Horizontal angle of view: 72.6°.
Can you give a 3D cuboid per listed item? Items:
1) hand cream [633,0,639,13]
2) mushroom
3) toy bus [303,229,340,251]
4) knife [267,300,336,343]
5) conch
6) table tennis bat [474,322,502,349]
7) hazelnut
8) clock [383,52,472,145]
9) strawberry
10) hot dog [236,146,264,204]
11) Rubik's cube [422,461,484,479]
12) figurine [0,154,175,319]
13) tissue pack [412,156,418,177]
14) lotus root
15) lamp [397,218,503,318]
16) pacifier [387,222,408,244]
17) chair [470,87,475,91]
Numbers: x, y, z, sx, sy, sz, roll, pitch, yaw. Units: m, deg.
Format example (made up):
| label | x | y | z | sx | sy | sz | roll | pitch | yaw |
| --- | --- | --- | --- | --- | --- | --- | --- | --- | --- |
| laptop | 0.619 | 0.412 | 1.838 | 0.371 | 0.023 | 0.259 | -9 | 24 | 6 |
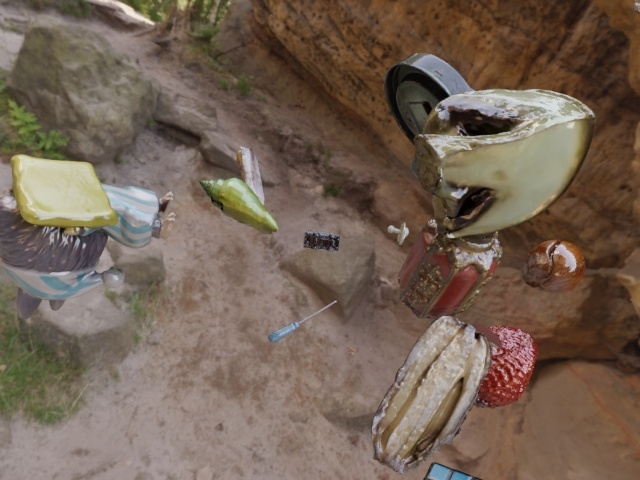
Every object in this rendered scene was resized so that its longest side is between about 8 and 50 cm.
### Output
| label | x | y | z | sx | sy | sz | roll | pitch | yaw |
| --- | --- | --- | --- | --- | --- | --- | --- | --- | --- |
| hand cream | 0.920 | -0.626 | 1.162 | 0.050 | 0.084 | 0.257 | 9 | 34 | -6 |
| mushroom | 0.291 | -0.136 | 0.792 | 0.291 | 0.218 | 0.212 | -21 | 47 | -12 |
| toy bus | 0.000 | 0.000 | 1.498 | 0.122 | 0.060 | 0.075 | 6 | 9 | -8 |
| knife | -0.055 | 0.254 | 1.375 | 0.032 | 0.244 | 0.058 | 58 | -13 | 18 |
| conch | -0.174 | -0.078 | 0.944 | 0.200 | 0.079 | 0.095 | 43 | -11 | -3 |
| table tennis bat | 0.460 | 0.273 | 1.192 | 0.087 | 0.013 | 0.156 | 36 | 20 | 8 |
| hazelnut | 0.587 | 0.073 | 1.109 | 0.143 | 0.143 | 0.154 | 22 | -19 | -19 |
| clock | 0.358 | -0.415 | 1.402 | 0.386 | 0.076 | 0.386 | 50 | -8 | 10 |
| strawberry | 0.545 | 0.389 | 1.378 | 0.250 | 0.288 | 0.239 | 49 | -2 | 36 |
| hot dog | -0.204 | -0.174 | 1.259 | 0.058 | 0.192 | 0.108 | -9 | -10 | 6 |
| Rubik's cube | 0.318 | 0.664 | 1.031 | 0.160 | 0.164 | 0.162 | 4 | 26 | 36 |
| figurine | -0.598 | 0.019 | 1.086 | 0.360 | 0.378 | 0.267 | 12 | 35 | -30 |
| tissue pack | 0.505 | -0.363 | 1.732 | 0.205 | 0.288 | 0.198 | 4 | 30 | -11 |
| lotus root | 0.219 | 0.315 | 0.894 | 0.167 | 0.329 | 0.078 | 37 | -9 | 9 |
| lamp | 0.273 | 0.060 | 0.944 | 0.176 | 0.274 | 0.177 | 7 | 48 | -8 |
| pacifier | 0.241 | -0.024 | 1.370 | 0.064 | 0.068 | 0.083 | 16 | -6 | 2 |
| chair | 0.605 | -0.536 | 1.925 | 0.136 | 0.147 | 0.270 | 46 | 57 | 11 |
